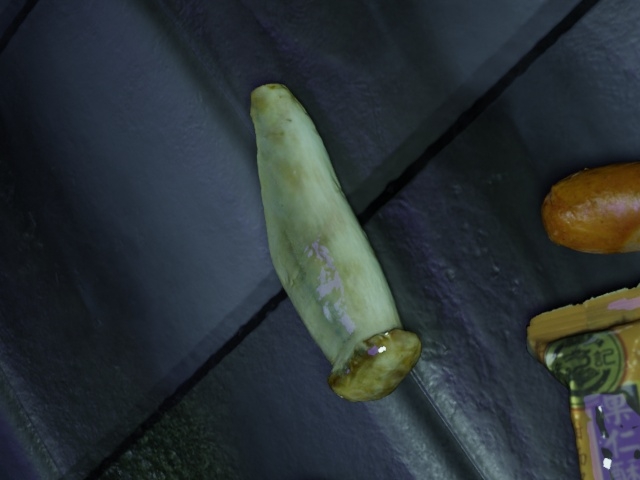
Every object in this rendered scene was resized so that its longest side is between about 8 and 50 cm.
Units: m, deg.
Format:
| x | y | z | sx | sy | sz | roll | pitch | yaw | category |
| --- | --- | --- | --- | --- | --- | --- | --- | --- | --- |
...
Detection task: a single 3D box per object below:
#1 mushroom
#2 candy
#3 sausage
| x | y | z | sx | sy | sz | roll | pitch | yaw | category |
| --- | --- | --- | --- | --- | --- | --- | --- | --- | --- |
| -0.003 | 0.002 | 1.107 | 0.107 | 0.087 | 0.333 | -35 | 72 | 26 | mushroom |
| 0.259 | 0.174 | 0.941 | 0.143 | 0.101 | 0.271 | -13 | 81 | 25 | candy |
| 0.323 | -0.003 | 0.891 | 0.302 | 0.076 | 0.102 | 22 | 102 | 31 | sausage |
